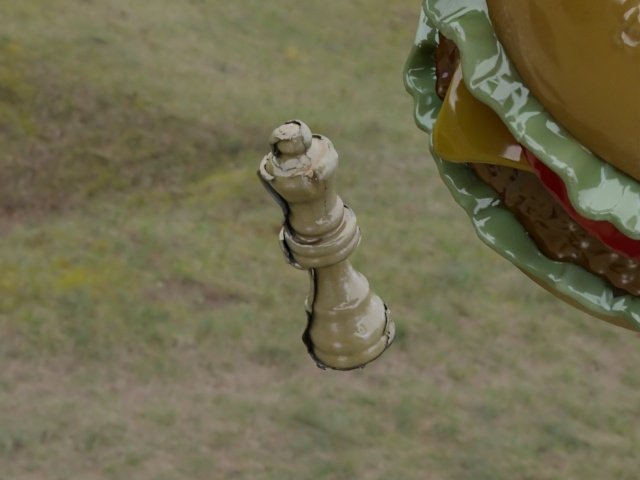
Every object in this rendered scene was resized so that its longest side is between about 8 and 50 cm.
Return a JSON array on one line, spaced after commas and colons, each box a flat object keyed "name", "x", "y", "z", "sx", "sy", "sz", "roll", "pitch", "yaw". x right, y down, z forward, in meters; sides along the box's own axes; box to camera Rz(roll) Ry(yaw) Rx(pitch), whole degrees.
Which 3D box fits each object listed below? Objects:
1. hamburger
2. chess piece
[{"name": "hamburger", "x": 0.174, "y": -0.102, "z": 0.655, "sx": 0.274, "sy": 0.274, "sz": 0.212, "roll": 23, "pitch": -23, "yaw": 5}, {"name": "chess piece", "x": 0.000, "y": 0.000, "z": 0.947, "sx": 0.060, "sy": 0.172, "sz": 0.060, "roll": -12, "pitch": 36, "yaw": 9}]
